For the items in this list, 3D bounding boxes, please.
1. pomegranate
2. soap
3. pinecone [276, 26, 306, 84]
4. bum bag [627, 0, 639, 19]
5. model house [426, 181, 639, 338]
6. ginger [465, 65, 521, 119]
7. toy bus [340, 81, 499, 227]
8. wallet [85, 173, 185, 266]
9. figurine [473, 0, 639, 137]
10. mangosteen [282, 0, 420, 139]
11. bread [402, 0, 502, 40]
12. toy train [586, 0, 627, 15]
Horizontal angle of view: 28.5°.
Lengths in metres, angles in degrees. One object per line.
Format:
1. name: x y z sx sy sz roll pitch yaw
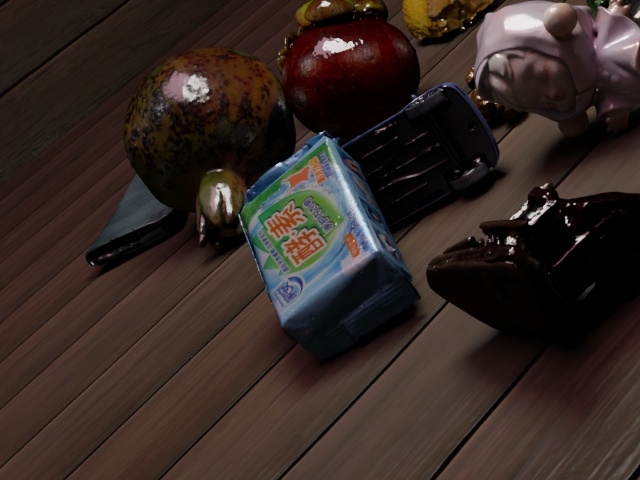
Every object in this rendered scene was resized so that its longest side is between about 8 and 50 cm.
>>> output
1. pomegranate: -0.166 -0.136 1.984 0.285 0.285 0.340 -29 51 16
2. soap: 0.000 0.000 1.453 0.156 0.077 0.293 -40 39 13
3. pinecone: 0.022 -0.310 2.192 0.165 0.163 0.163 -7 32 34
4. bum bag: 0.474 -0.372 1.691 0.144 0.095 0.340 -23 31 22
5. model house: 0.206 0.002 1.175 0.164 0.141 0.203 -52 21 -16
6. ginger: 0.248 -0.218 1.718 0.103 0.073 0.162 -17 27 42
7. toy bus: 0.084 -0.090 1.607 0.292 0.125 0.133 -30 11 20
8. wallet: -0.308 -0.073 2.320 0.191 0.046 0.379 -27 19 17
9. figurine: 0.304 -0.207 1.449 0.276 0.200 0.133 7 55 22
10. mangosteen: 0.037 -0.284 1.943 0.215 0.257 0.215 -18 -3 -1
11. bread: 0.247 -0.473 2.219 0.260 0.147 0.160 -41 23 -18
12. toy train: 0.427 -0.363 1.825 0.093 0.038 0.056 -44 19 -25
